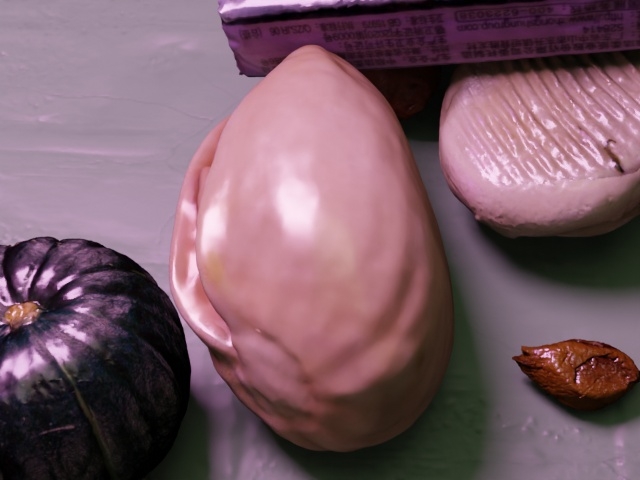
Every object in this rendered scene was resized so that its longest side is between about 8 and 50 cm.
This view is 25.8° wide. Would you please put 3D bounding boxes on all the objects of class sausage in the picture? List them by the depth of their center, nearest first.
[{"bbox_3d":[0.044,-0.234,1.266,0.087,0.079,0.327,-5,53,-22],"label":"sausage"}]

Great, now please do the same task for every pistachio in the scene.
[{"bbox_3d":[0.000,0.000,1.034,0.214,0.193,0.318,12,59,-25],"label":"pistachio"}]

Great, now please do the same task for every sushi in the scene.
[{"bbox_3d":[0.194,0.101,1.046,0.099,0.047,0.050,19,69,-4],"label":"sushi"}]

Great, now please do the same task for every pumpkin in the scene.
[{"bbox_3d":[-0.201,0.099,0.999,0.220,0.162,0.220,-1,44,1],"label":"pumpkin"}]

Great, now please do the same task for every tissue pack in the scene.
[{"bbox_3d":[0.107,-0.257,1.145,0.361,0.122,0.259,-1,54,12],"label":"tissue pack"}]

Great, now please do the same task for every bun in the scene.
[{"bbox_3d":[0.202,-0.091,1.132,0.237,0.116,0.210,-32,52,-14],"label":"bun"}]
